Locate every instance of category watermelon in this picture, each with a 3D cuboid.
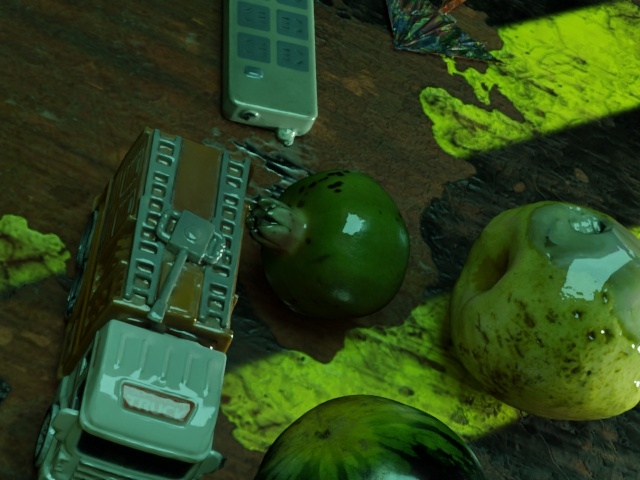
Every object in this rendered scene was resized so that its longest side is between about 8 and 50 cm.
[{"bbox_3d":[0.044,0.281,1.624,0.269,0.269,0.269,14,52,-18],"label":"watermelon"}]

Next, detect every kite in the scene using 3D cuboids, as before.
[{"bbox_3d":[0.158,-0.302,2.278,0.232,0.009,0.189,42,47,5],"label":"kite"}]

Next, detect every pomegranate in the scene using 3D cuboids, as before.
[{"bbox_3d":[0.000,0.000,1.850,0.210,0.180,0.180,24,43,-46],"label":"pomegranate"}]

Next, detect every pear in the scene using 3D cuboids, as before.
[{"bbox_3d":[0.286,0.087,1.922,0.271,0.271,0.271,14,52,-18],"label":"pear"}]

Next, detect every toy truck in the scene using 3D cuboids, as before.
[{"bbox_3d":[-0.171,0.080,1.696,0.173,0.207,0.387,17,51,-15],"label":"toy truck"}]

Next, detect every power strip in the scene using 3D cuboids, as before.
[{"bbox_3d":[-0.067,-0.245,2.096,0.118,0.046,0.270,12,53,-19],"label":"power strip"}]
